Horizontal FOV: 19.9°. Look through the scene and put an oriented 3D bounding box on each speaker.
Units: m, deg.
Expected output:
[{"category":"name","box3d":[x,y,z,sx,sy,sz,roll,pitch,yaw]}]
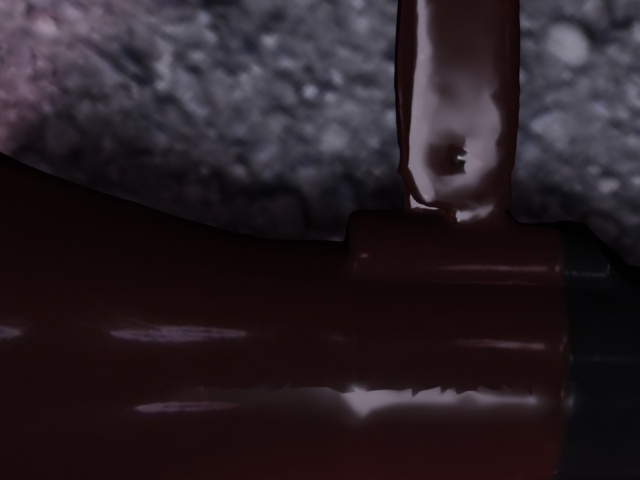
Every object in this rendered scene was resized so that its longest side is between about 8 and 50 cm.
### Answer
[{"category":"speaker","box3d":[-0.012,0.005,0.755,0.330,0.198,0.259,-5,76,-6]}]
